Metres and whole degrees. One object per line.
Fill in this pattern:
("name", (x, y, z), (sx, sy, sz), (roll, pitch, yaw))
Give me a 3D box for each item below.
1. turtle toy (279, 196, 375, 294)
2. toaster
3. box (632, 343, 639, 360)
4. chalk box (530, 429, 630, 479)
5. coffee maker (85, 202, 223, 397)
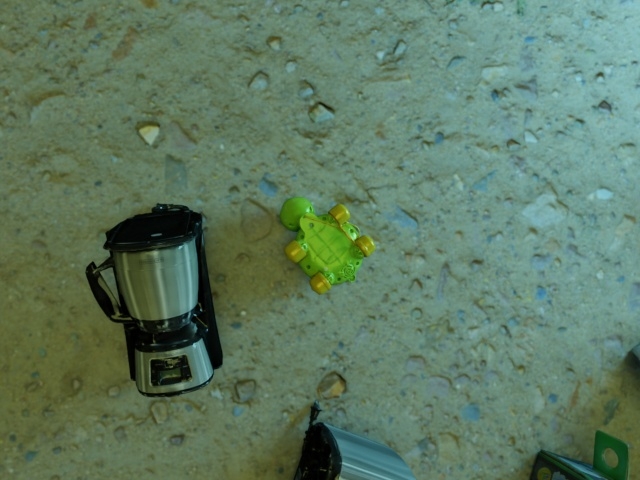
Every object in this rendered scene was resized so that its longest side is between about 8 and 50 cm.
("turtle toy", (0.000, 0.000, 0.741), (0.095, 0.066, 0.130), (-39, 91, -7))
("toaster", (0.022, 0.301, 0.676), (0.110, 0.168, 0.186), (20, 85, -8))
("box", (0.560, 0.220, 0.757), (0.169, 0.087, 0.290), (-39, 91, 15))
("chalk box", (0.334, 0.343, 0.726), (0.131, 0.132, 0.213), (20, 85, -5))
("coffee maker", (-0.167, 0.062, 0.688), (0.120, 0.171, 0.179), (1, 108, 15))
